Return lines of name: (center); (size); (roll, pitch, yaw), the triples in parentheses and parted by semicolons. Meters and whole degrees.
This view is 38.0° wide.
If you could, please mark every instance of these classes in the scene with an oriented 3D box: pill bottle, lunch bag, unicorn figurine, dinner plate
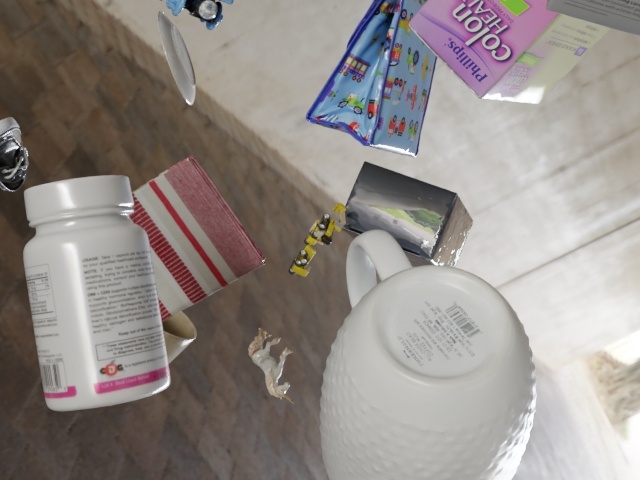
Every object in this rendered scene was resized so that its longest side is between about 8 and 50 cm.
pill bottle: (-0.293, 0.065, 1.200); (0.160, 0.161, 0.282); (-8, 89, -76)
lunch bag: (0.127, -0.308, 1.593); (0.138, 0.293, 0.221); (27, 11, 23)
unicorn figurine: (-0.108, 0.281, 2.094); (0.162, 0.060, 0.111); (42, 56, -14)
dinner plate: (-0.204, -0.266, 1.349); (0.141, 0.017, 0.141); (-18, 90, -86)

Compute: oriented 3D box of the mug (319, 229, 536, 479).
mug: (0.120, 0.155, 1.213); (0.328, 0.276, 0.374); (90, -20, -54)

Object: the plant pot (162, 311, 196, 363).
plant pot: (-0.498, 0.276, 2.354); (0.257, 0.274, 0.256); (36, 7, -5)

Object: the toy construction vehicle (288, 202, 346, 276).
toy construction vehicle: (0.000, 0.000, 1.296); (0.035, 0.086, 0.098); (31, 38, -6)

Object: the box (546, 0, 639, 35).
box: (0.248, -0.197, 0.585); (0.186, 0.145, 0.038); (116, -13, -62)

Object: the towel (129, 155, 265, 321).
towel: (-0.295, 0.020, 1.686); (0.237, 0.329, 0.037); (57, 18, -14)

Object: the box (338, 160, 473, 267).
box: (0.136, -0.027, 1.419); (0.153, 0.108, 0.207); (21, -4, 17)

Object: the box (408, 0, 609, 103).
box: (0.248, -0.274, 0.992); (0.117, 0.243, 0.214); (49, 26, 15)

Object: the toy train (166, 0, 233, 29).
toy train: (-0.172, -0.367, 1.312); (0.080, 0.105, 0.184); (17, 18, -29)

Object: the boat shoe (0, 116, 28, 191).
boat shoe: (-0.697, -0.179, 2.061); (0.102, 0.108, 0.301); (52, -24, 0)
